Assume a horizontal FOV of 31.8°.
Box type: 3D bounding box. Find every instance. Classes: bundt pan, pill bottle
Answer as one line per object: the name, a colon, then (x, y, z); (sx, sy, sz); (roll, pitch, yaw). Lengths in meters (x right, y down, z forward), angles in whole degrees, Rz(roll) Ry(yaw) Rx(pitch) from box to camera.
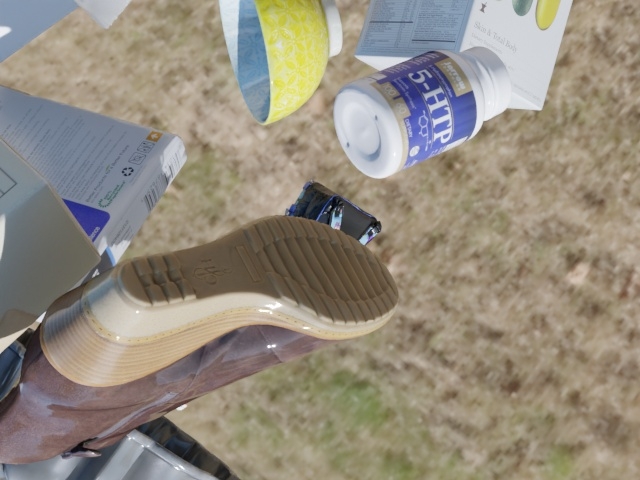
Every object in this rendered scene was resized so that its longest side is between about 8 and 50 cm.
bundt pan: (-0.240, 0.215, 1.157); (0.331, 0.124, 0.331); (34, 174, 4)
pill bottle: (0.119, -0.152, 1.262); (0.112, 0.187, 0.112); (41, 144, 38)

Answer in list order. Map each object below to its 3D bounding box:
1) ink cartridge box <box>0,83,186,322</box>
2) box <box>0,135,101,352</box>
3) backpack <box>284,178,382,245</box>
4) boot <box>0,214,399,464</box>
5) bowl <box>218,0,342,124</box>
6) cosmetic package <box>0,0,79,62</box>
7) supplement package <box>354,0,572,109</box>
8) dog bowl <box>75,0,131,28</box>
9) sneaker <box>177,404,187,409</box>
ink cartridge box: (-0.381, -0.053, 1.469); (0.307, 0.303, 0.072); (16, 148, 22)
box: (-0.319, 0.052, 0.757); (0.148, 0.311, 0.121); (40, 164, 26)
backpack: (0.000, 0.000, 1.992); (0.117, 0.173, 0.158); (33, -177, 43)
boot: (-0.089, 0.073, 0.756); (0.207, 0.248, 0.090); (-44, 59, 39)
bowl: (-0.056, -0.348, 1.856); (0.289, 0.156, 0.289); (164, 90, -76)
cosmetic package: (-0.395, -0.393, 1.453); (0.138, 0.224, 0.224); (38, -156, -54)
supplement package: (0.214, -0.342, 1.570); (0.199, 0.262, 0.198); (20, 175, -43)
dog bowl: (-0.055, -0.276, 0.544); (0.102, 0.348, 0.349); (32, 152, -17)
sneaker: (-0.189, 0.152, 1.350); (0.061, 0.065, 0.158); (35, 171, 23)
